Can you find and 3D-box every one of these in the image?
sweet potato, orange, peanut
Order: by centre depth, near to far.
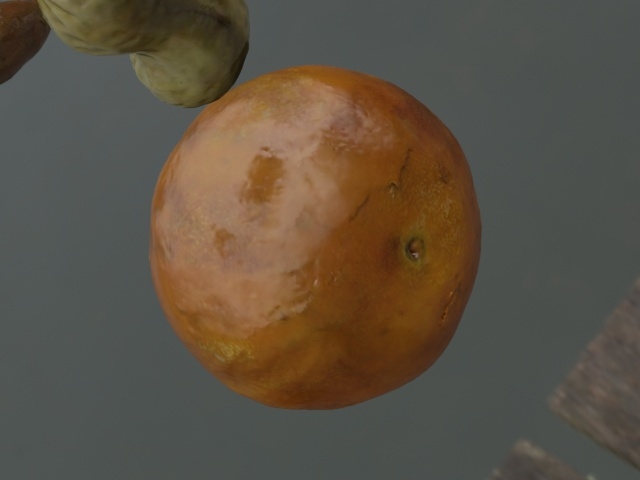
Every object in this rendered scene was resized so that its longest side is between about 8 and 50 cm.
[{"bbox_3d":[-0.117,-0.159,1.259,0.103,0.229,0.098,6,75,34],"label":"peanut"},{"bbox_3d":[0.000,0.000,1.519,0.226,0.284,0.284,5,62,54],"label":"orange"},{"bbox_3d":[-0.395,-0.174,1.810,0.354,0.095,0.106,-22,31,-28],"label":"sweet potato"}]
